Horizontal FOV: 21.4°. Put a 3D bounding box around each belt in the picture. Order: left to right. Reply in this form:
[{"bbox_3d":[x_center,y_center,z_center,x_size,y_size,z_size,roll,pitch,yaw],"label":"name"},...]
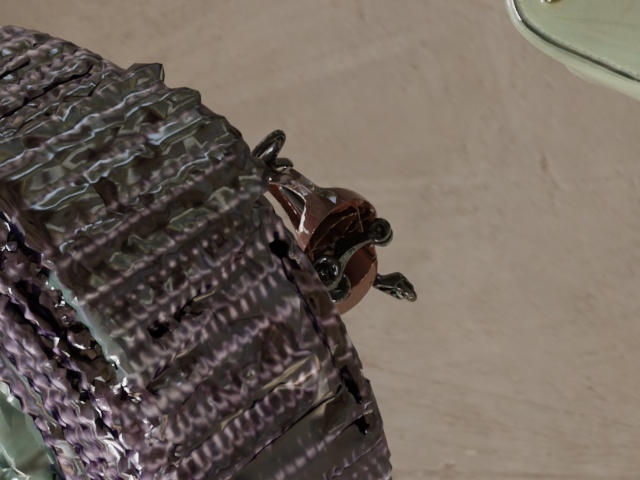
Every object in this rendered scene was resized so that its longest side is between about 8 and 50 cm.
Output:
[{"bbox_3d":[-0.114,0.059,0.623,0.325,0.122,0.260,-18,106,53],"label":"belt"}]

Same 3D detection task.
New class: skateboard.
[{"bbox_3d":[0.000,0.000,0.866,0.067,0.151,0.080,-38,70,-11],"label":"skateboard"}]

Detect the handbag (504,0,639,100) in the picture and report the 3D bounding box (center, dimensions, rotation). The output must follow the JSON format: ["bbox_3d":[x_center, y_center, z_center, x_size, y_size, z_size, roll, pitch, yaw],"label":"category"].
[{"bbox_3d":[0.215,-0.075,0.863,0.241,0.315,0.109,27,86,21],"label":"handbag"}]
